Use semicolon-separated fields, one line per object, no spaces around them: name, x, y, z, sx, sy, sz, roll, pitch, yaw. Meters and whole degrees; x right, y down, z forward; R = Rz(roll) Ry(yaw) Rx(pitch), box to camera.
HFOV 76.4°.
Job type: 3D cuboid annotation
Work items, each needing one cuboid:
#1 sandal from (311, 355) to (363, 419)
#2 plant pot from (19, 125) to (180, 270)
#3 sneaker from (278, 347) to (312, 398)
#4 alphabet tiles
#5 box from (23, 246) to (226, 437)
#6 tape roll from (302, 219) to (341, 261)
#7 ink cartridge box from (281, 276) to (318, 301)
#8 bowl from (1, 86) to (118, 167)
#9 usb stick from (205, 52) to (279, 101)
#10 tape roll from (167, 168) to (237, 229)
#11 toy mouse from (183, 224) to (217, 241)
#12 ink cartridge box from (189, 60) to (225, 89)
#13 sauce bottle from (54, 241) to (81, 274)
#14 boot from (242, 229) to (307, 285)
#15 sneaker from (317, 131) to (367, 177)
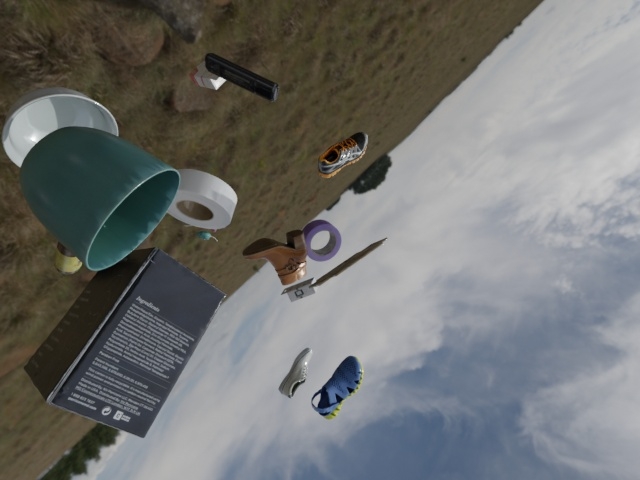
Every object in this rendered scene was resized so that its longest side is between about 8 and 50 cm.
sandal;0.067;0.634;1.743;0.126;0.138;0.317;35;-82;45
plant pot;-0.514;-0.116;0.929;0.293;0.235;0.293;-53;-177;4
sneaker;-0.101;0.662;2.020;0.258;0.091;0.094;-58;146;-12
alphabet tiles;0.109;0.092;1.642;0.342;0.011;0.285;-33;180;-18
box;-0.636;0.298;1.323;0.480;0.297;0.472;-5;-128;49
tape roll;0.000;0.000;1.940;0.189;0.189;0.080;-45;-151;-1
ink cartridge box;-0.108;0.263;2.125;0.180;0.060;0.104;-22;-171;12
bowl;-0.774;-0.338;1.195;0.298;0.134;0.298;-33;159;-15
usb stick;-0.274;-0.571;1.423;0.045;0.278;0.077;-63;178;-30
tape roll;-0.474;-0.154;1.586;0.286;0.286;0.100;-39;-145;56
toy mouse;-0.514;-0.055;1.857;0.031;0.143;0.161;-29;-169;49
ink cartridge box;-0.530;-0.808;1.994;0.115;0.198;0.067;-55;148;-20
sauce bottle;-1.063;0.032;1.738;0.344;0.111;0.111;-39;-173;45
boot;-0.181;0.091;1.712;0.283;0.220;0.109;-22;-147;-30
sneaker;0.077;-0.302;1.383;0.215;0.084;0.083;-42;155;-10
